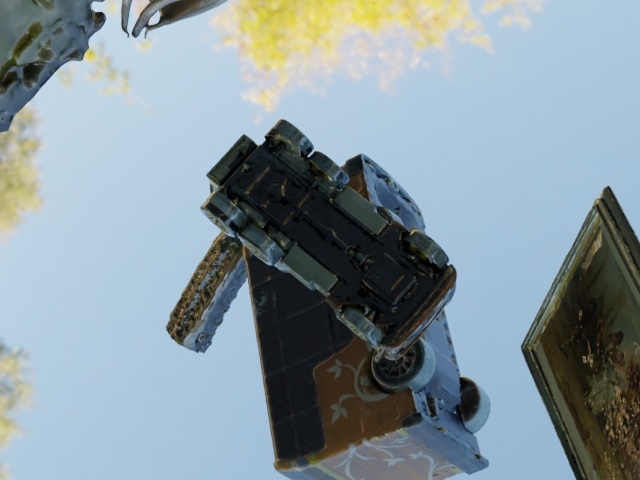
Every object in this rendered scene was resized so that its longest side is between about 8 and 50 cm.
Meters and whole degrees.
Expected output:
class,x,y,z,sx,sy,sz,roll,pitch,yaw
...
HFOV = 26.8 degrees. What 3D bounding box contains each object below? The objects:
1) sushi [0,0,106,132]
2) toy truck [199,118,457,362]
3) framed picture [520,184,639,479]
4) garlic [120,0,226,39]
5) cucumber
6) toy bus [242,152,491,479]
class,x,y,z,sx,sy,sz,roll,pitch,yaw
sushi,-0.257,-0.171,0.782,0.238,0.225,0.218,-23,-134,0
toy truck,0.000,0.000,1.199,0.108,0.257,0.140,-49,164,-10
framed picture,0.233,0.124,1.050,0.217,0.017,0.274,107,-26,-44
garlic,-0.133,-0.348,1.322,0.237,0.210,0.292,-16,-116,47
cucumber,-0.141,0.057,1.829,0.265,0.077,0.077,-58,-160,35
toy bus,0.039,0.094,1.375,0.194,0.162,0.323,-26,-127,20
